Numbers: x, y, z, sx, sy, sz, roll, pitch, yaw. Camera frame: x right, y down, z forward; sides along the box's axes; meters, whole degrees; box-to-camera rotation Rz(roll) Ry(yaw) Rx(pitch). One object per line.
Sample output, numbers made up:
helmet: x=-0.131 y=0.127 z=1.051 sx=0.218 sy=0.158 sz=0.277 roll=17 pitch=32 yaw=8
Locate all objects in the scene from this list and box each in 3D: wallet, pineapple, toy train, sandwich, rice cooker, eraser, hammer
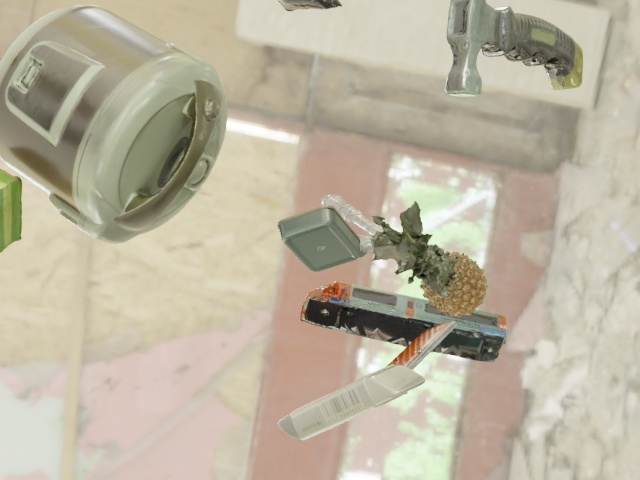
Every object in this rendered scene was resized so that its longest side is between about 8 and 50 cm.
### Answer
wallet: x=0.170 y=0.220 z=2.122 sx=0.196 sy=0.020 sz=0.103 roll=-40 pitch=7 yaw=-33
pineapple: x=0.187 y=0.035 z=1.888 sx=0.277 sy=0.119 sz=0.130 roll=36 pitch=-112 yaw=-53
toy train: x=0.167 y=0.157 z=2.262 sx=0.089 sy=0.409 sz=0.086 roll=-78 pitch=0 yaw=-47
sandwich: x=-0.524 y=-0.050 z=1.784 sx=0.074 sy=0.074 sz=0.116 roll=-42 pitch=-32 yaw=-51
rice cooker: x=-0.336 y=-0.186 z=1.812 sx=0.335 sy=0.325 sz=0.335 roll=-44 pitch=-26 yaw=-28
eraser: x=0.047 y=0.291 z=2.005 sx=0.352 sy=0.089 sz=0.061 roll=-35 pitch=77 yaw=49
hammer: x=0.215 y=-0.220 z=1.222 sx=0.041 sy=0.226 sz=0.159 roll=6 pitch=89 yaw=43
hammer: x=0.067 y=-0.039 z=2.173 sx=0.427 sy=0.152 sz=0.044 roll=-144 pitch=47 yaw=-68

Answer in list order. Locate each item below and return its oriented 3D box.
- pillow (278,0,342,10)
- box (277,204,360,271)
pillow: x=-0.033 y=-0.415 z=1.831 sx=0.150 sy=0.048 sz=0.090 roll=11 pitch=130 yaw=52
box: x=0.000 y=0.000 z=1.599 sx=0.126 sy=0.091 sz=0.031 roll=50 pitch=-153 yaw=-54
